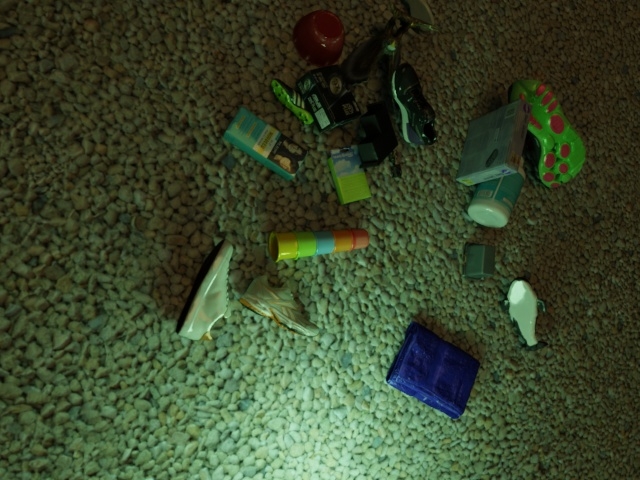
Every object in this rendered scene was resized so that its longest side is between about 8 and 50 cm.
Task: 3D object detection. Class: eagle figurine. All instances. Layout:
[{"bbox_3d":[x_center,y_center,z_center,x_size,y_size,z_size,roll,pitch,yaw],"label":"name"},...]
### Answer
[{"bbox_3d":[0.219,-0.622,1.518,0.226,0.225,0.299,32,108,25],"label":"eagle figurine"}]

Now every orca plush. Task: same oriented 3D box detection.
[{"bbox_3d":[0.773,0.257,1.670,0.102,0.151,0.288,-33,95,-52],"label":"orca plush"}]

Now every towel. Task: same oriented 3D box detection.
[{"bbox_3d":[0.389,0.440,1.515,0.308,0.076,0.228,32,75,-15],"label":"towel"}]

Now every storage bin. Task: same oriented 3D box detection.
[{"bbox_3d":[0.566,0.070,1.611,0.098,0.091,0.135,10,80,-20],"label":"storage bin"}]

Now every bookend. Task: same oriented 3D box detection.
[{"bbox_3d":[0.167,-0.340,1.456,0.157,0.072,0.156,-48,125,-37],"label":"bookend"}]

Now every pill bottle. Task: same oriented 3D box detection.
[{"bbox_3d":[0.649,-0.190,1.638,0.146,0.146,0.264,33,75,-15],"label":"pill bottle"}]

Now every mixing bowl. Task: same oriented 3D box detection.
[{"bbox_3d":[0.010,-0.672,1.465,0.181,0.098,0.182,2,85,-22],"label":"mixing bowl"}]

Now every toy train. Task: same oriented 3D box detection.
[{"bbox_3d":[0.253,-0.295,1.559,0.036,0.027,0.159,-15,91,-25],"label":"toy train"}]

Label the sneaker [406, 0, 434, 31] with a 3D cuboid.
[{"bbox_3d":[0.360,-0.866,1.635,0.094,0.080,0.212,-39,98,-32],"label":"sneaker"}]

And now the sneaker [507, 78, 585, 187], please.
[{"bbox_3d":[0.849,-0.412,1.708,0.185,0.202,0.483,-26,119,19],"label":"sneaker"}]

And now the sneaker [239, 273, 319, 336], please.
[{"bbox_3d":[-0.102,0.193,1.341,0.262,0.099,0.121,33,70,-16],"label":"sneaker"}]

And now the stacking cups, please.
[{"bbox_3d":[0.000,0.000,1.407,0.315,0.096,0.096,-8,88,-25],"label":"stacking cups"}]

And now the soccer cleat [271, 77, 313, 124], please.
[{"bbox_3d":[-0.082,-0.448,1.433,0.179,0.060,0.072,44,62,-19],"label":"soccer cleat"}]

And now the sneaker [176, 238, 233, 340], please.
[{"bbox_3d":[-0.294,0.143,1.274,0.123,0.106,0.291,25,86,-24],"label":"sneaker"}]

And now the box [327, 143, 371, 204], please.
[{"bbox_3d":[0.093,-0.216,1.481,0.108,0.042,0.179,-16,91,-22],"label":"box"}]

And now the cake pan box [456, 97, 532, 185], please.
[{"bbox_3d":[0.603,-0.342,1.584,0.070,0.245,0.267,22,76,-22],"label":"cake pan box"}]

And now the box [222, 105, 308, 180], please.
[{"bbox_3d":[-0.166,-0.293,1.379,0.244,0.060,0.101,32,75,-15],"label":"box"}]

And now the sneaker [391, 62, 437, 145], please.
[{"bbox_3d":[0.328,-0.445,1.485,0.107,0.124,0.284,-37,128,-16],"label":"sneaker"}]

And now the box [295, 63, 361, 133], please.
[{"bbox_3d":[0.028,-0.451,1.436,0.147,0.077,0.180,-31,96,-42],"label":"box"}]
